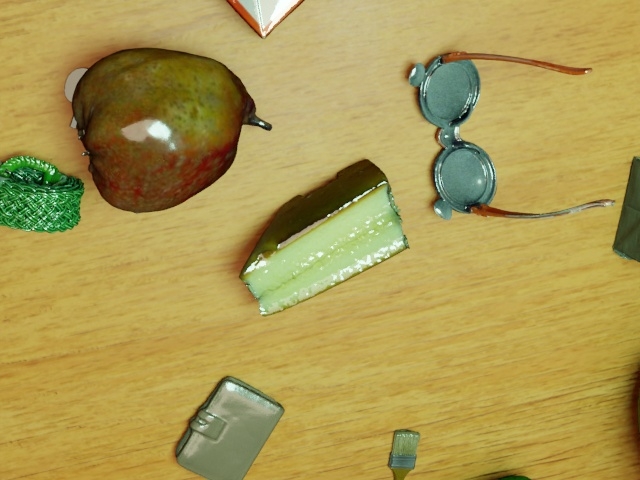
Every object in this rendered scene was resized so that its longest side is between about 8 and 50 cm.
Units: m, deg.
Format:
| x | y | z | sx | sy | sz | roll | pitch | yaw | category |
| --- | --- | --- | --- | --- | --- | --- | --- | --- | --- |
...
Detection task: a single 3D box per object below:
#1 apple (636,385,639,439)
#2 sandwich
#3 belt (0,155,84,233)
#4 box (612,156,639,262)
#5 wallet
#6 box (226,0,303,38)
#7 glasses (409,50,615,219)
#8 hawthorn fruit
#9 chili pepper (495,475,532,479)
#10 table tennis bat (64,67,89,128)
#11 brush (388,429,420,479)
| x | y | z | sx | sy | sz | roll | pitch | yaw | category |
| --- | --- | --- | --- | --- | --- | --- | --- | --- | --- |
| 0.677 | 0.294 | 1.249 | 0.474 | 0.473 | 0.473 | -2 | 104 | -7 | apple |
| 0.000 | 0.000 | 1.240 | 0.236 | 0.128 | 0.122 | -27 | 110 | 1 | sandwich |
| -0.385 | -0.067 | 1.173 | 0.151 | 0.121 | 0.079 | 12 | 107 | 8 | belt |
| 0.573 | -0.022 | 1.296 | 0.231 | 0.149 | 0.155 | 8 | 102 | -9 | box |
| -0.137 | 0.287 | 1.338 | 0.118 | 0.039 | 0.152 | 33 | 94 | -16 | wallet |
| -0.054 | -0.367 | 1.154 | 0.133 | 0.099 | 0.182 | 44 | 97 | -12 | box |
| 0.237 | -0.133 | 1.170 | 0.118 | 0.268 | 0.234 | -18 | 105 | -22 | glasses |
| -0.185 | -0.144 | 1.149 | 0.248 | 0.208 | 0.208 | -12 | 106 | -18 | hawthorn fruit |
| 0.194 | 0.495 | 1.377 | 0.385 | 0.167 | 0.213 | -27 | 91 | 12 | chili pepper |
| -0.323 | -0.191 | 1.208 | 0.050 | 0.007 | 0.083 | 16 | 99 | -12 | table tennis bat |
| 0.123 | 0.377 | 1.409 | 0.043 | 0.014 | 0.170 | 6 | 105 | -11 | brush |
